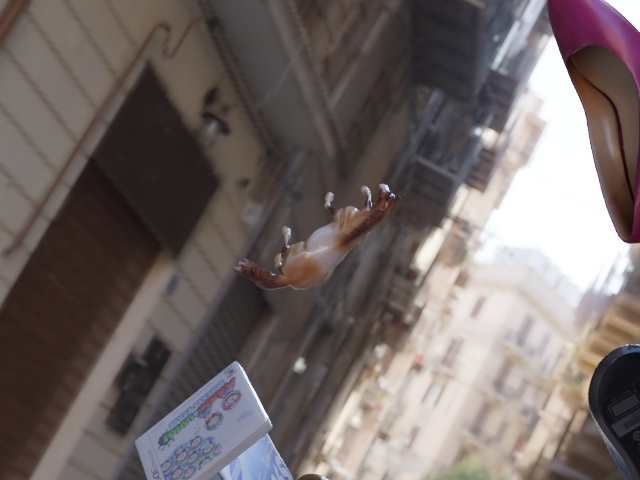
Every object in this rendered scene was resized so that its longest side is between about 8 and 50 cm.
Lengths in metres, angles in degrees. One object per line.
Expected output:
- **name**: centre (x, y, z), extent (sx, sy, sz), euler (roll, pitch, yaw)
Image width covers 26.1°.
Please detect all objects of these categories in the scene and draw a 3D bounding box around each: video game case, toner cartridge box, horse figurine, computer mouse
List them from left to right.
- **video game case**: centre (-0.136, 0.223, 1.583), extent (0.019, 0.157, 0.143), euler (51, 1, -29)
- **toner cartridge box**: centre (-0.109, 0.335, 1.848), extent (0.165, 0.075, 0.348), euler (60, 6, -7)
- **horse figurine**: centre (0.000, 0.000, 2.014), extent (0.066, 0.263, 0.174), euler (51, 5, -24)
- **computer mouse**: centre (0.406, 0.251, 1.708), extent (0.072, 0.188, 0.272), euler (-134, -160, -81)

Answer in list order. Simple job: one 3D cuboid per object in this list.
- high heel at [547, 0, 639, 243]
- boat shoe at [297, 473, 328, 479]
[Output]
- **high heel**: centre (0.398, -0.181, 1.930), extent (0.377, 0.181, 0.127), euler (56, -37, 5)
- **boat shoe**: centre (-0.005, 0.512, 2.222), extent (0.089, 0.285, 0.104), euler (1, 6, -43)
